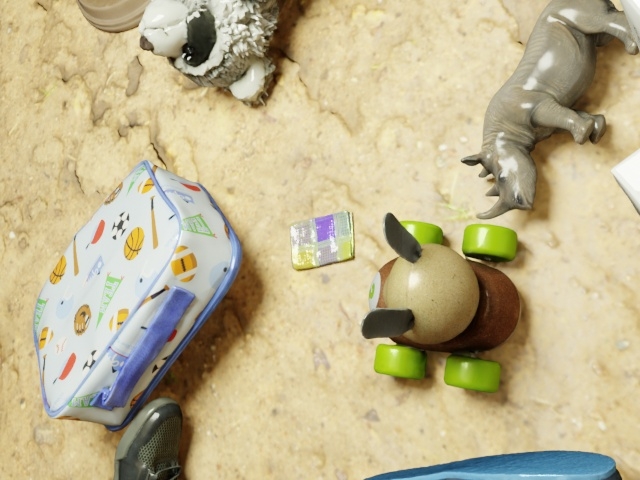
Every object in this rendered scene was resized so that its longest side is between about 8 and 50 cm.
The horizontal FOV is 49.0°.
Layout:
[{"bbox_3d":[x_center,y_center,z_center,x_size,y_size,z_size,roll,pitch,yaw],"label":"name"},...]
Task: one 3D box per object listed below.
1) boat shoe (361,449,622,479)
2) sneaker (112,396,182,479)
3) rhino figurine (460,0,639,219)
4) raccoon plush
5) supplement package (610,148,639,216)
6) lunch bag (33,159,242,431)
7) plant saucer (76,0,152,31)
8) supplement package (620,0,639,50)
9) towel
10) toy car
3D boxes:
[{"bbox_3d":[0.143,0.239,0.614,0.258,0.109,0.089,-25,72,43],"label":"boat shoe"},{"bbox_3d":[-0.182,0.300,0.802,0.130,0.087,0.227,21,93,33],"label":"sneaker"},{"bbox_3d":[0.213,-0.125,0.661,0.106,0.073,0.243,34,98,30],"label":"rhino figurine"},{"bbox_3d":[-0.028,-0.359,0.854,0.446,0.299,0.216,-23,45,-8],"label":"raccoon plush"},{"bbox_3d":[0.386,-0.052,0.470,0.293,0.175,0.177,-39,62,19],"label":"supplement package"},{"bbox_3d":[-0.228,0.070,0.841,0.303,0.115,0.243,-54,40,11],"label":"lunch bag"},{"bbox_3d":[-0.295,-0.460,1.088,0.278,0.041,0.277,-9,73,31],"label":"plant saucer"},{"bbox_3d":[0.282,-0.066,0.351,0.139,0.134,0.244,-35,62,22],"label":"supplement package"},{"bbox_3d":[0.000,0.000,0.803,0.083,0.009,0.060,-11,72,30],"label":"towel"},{"bbox_3d":[0.085,0.047,0.629,0.149,0.188,0.155,4,80,33],"label":"toy car"}]
